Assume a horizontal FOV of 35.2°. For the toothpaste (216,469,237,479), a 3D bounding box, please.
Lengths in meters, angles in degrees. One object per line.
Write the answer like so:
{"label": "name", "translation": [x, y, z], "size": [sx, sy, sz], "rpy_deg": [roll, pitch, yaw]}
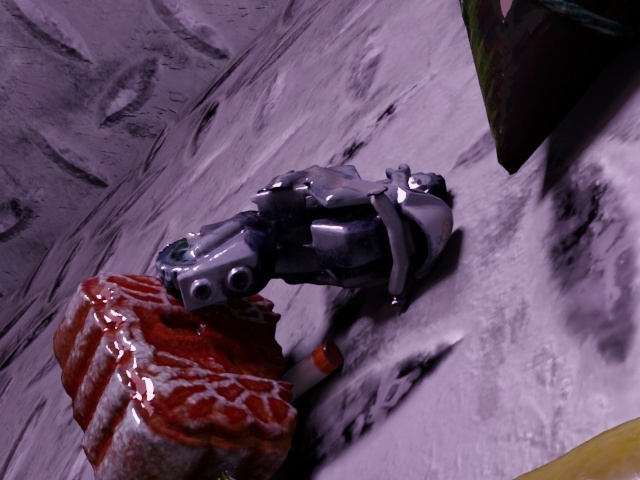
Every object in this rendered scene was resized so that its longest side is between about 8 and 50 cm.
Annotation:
{"label": "toothpaste", "translation": [-0.042, 0.264, 0.590], "size": [0.110, 0.077, 0.327], "rpy_deg": [-52, 19, 3]}

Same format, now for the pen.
{"label": "pen", "translation": [-0.069, 0.163, 0.912], "size": [0.239, 0.028, 0.028], "rpy_deg": [-40, 21, 27]}

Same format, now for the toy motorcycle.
{"label": "toy motorcycle", "translation": [0.000, 0.000, 0.857], "size": [0.270, 0.106, 0.159], "rpy_deg": [-19, 24, -16]}

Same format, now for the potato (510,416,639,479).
{"label": "potato", "translation": [0.077, 0.178, 0.322], "size": [0.307, 0.173, 0.210], "rpy_deg": [-31, 42, 34]}

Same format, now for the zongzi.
{"label": "zongzi", "translation": [0.208, -0.249, 0.804], "size": [0.383, 0.319, 0.362], "rpy_deg": [124, 161, -48]}

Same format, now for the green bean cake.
{"label": "green bean cake", "translation": [-0.104, 0.121, 0.836], "size": [0.097, 0.199, 0.232], "rpy_deg": [-61, 34, 21]}
